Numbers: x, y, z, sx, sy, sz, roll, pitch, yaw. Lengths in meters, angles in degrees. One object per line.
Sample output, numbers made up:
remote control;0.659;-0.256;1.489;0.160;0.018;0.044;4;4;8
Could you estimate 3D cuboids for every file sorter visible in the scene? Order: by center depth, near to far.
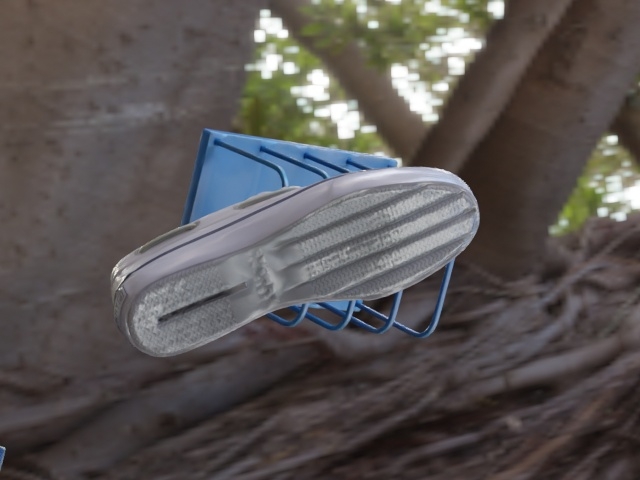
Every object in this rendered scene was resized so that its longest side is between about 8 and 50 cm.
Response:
file sorter;0.000;0.000;1.283;0.104;0.170;0.118;25;-76;51

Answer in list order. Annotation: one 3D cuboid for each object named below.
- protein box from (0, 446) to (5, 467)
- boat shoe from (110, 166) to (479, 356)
protein box;-0.369;0.211;1.354;0.136;0.201;0.200;-8;-121;35
boat shoe;-0.021;-0.003;1.100;0.076;0.226;0.083;-124;-158;-56
